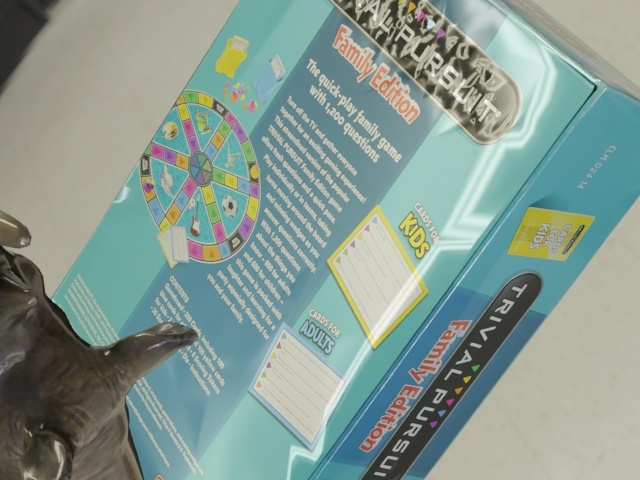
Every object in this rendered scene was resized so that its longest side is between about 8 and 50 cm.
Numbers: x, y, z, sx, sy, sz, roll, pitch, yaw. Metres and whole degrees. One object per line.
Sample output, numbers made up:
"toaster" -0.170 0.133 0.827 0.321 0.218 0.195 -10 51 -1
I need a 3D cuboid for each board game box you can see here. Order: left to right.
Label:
"board game box" 0.000 0.000 0.808 0.336 0.079 0.254 -55 46 17

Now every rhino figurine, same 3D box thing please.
"rhino figurine" -0.092 0.061 0.405 0.073 0.106 0.243 -43 -12 -36
